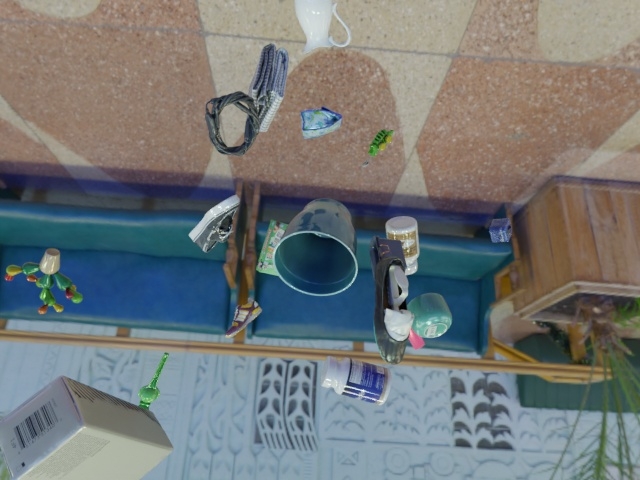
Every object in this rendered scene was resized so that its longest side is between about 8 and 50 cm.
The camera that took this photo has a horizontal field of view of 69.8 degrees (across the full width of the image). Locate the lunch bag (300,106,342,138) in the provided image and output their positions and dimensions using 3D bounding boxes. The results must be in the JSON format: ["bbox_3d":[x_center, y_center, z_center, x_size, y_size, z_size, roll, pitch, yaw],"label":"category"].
[{"bbox_3d":[0.004,-0.443,1.724,0.152,0.096,0.129,-5,-179,0],"label":"lunch bag"}]

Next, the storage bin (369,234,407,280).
[{"bbox_3d":[0.212,0.050,1.422,0.091,0.135,0.098,0,145,-10],"label":"storage bin"}]

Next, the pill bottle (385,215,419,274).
[{"bbox_3d":[0.351,0.025,1.940,0.131,0.131,0.229,-3,117,14],"label":"pill bottle"}]

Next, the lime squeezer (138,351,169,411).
[{"bbox_3d":[-0.489,0.455,1.266,0.059,0.310,0.110,18,166,-2],"label":"lime squeezer"}]

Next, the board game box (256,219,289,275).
[{"bbox_3d":[-0.094,0.055,1.903,0.318,0.213,0.046,16,-178,-36],"label":"board game box"}]

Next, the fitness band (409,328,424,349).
[{"bbox_3d":[0.297,0.276,1.667,0.054,0.209,0.290,-32,129,1],"label":"fitness band"}]

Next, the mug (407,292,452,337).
[{"bbox_3d":[0.349,0.246,1.428,0.158,0.097,0.129,31,119,-34],"label":"mug"}]

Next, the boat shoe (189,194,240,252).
[{"bbox_3d":[-0.333,-0.046,1.506,0.301,0.102,0.108,-35,-179,43],"label":"boat shoe"}]

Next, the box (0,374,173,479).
[{"bbox_3d":[-0.353,0.314,0.722,0.113,0.094,0.275,-38,150,-14],"label":"box"}]

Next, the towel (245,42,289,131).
[{"bbox_3d":[-0.227,-0.616,1.859,0.122,0.283,0.235,15,152,-18],"label":"towel"}]

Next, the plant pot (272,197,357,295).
[{"bbox_3d":[0.000,0.000,1.536,0.272,0.255,0.271,6,129,7],"label":"plant pot"}]

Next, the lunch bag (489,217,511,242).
[{"bbox_3d":[0.652,-0.036,1.648,0.065,0.098,0.067,-6,119,35],"label":"lunch bag"}]

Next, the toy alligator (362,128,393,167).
[{"bbox_3d":[0.209,-0.361,1.732,0.056,0.189,0.051,28,165,49],"label":"toy alligator"}]

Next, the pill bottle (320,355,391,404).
[{"bbox_3d":[0.143,0.568,1.883,0.265,0.153,0.153,17,155,-4],"label":"pill bottle"}]

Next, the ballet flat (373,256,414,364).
[{"bbox_3d":[0.184,0.167,1.163,0.096,0.280,0.096,8,154,-23],"label":"ballet flat"}]

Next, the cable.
[{"bbox_3d":[-0.238,-0.320,1.270,0.151,0.047,0.184,-30,134,-22],"label":"cable"}]

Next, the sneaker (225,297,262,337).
[{"bbox_3d":[-0.320,0.304,1.807,0.084,0.185,0.069,49,142,0],"label":"sneaker"}]

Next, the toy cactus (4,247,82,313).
[{"bbox_3d":[-0.774,0.103,1.282,0.219,0.112,0.180,30,117,2],"label":"toy cactus"}]

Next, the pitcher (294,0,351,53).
[{"bbox_3d":[0.008,-0.748,1.533,0.178,0.125,0.206,-6,118,5],"label":"pitcher"}]
